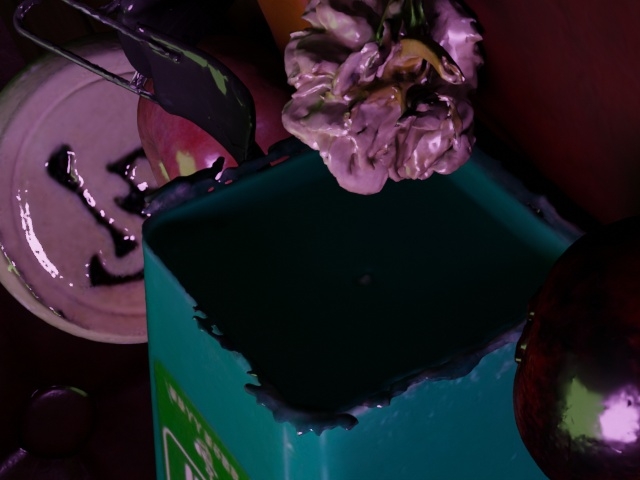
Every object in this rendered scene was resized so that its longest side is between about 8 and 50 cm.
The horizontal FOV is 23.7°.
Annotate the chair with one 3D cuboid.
[{"bbox_3d":[-0.087,-0.155,0.954,0.221,0.145,0.140,37,169,14],"label":"chair"}]

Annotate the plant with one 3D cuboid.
[{"bbox_3d":[0.035,-0.087,0.736,0.122,0.104,0.117,139,117,-71],"label":"plant"}]

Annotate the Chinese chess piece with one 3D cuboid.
[{"bbox_3d":[-0.152,-0.042,1.213,0.250,0.250,0.101,62,169,-15],"label":"Chinese chess piece"}]

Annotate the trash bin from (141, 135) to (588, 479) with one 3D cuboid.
[{"bbox_3d":[0.050,0.136,0.870,0.259,0.295,0.381,47,151,41],"label":"trash bin"}]

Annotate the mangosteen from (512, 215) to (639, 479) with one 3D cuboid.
[{"bbox_3d":[0.148,0.058,0.625,0.140,0.140,0.140,55,167,19],"label":"mangosteen"}]

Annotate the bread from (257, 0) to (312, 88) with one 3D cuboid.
[{"bbox_3d":[0.002,-0.125,0.890,0.088,0.049,0.226,45,162,48],"label":"bread"}]

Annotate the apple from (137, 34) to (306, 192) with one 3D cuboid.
[{"bbox_3d":[-0.063,-0.075,1.101,0.153,0.120,0.153,60,168,23],"label":"apple"}]
